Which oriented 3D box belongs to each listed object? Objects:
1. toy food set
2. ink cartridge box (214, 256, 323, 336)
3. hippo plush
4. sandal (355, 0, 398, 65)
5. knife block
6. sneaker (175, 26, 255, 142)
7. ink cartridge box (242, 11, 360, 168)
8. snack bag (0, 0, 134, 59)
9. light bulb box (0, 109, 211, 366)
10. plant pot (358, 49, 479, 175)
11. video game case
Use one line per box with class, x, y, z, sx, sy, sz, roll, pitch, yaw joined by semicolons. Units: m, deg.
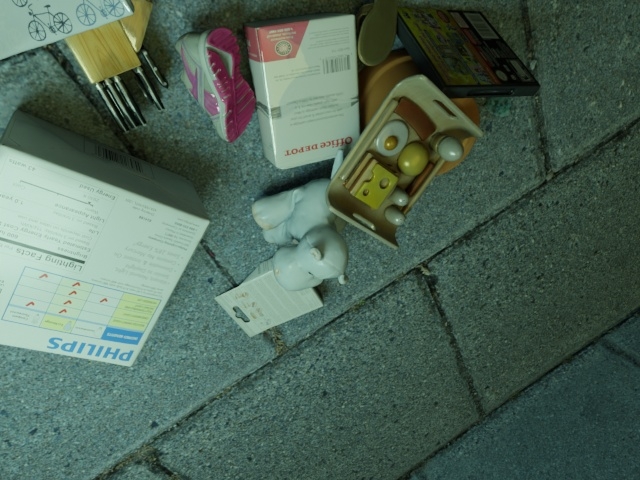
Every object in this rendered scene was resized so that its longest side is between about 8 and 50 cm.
toy food set;0.174;-0.145;0.965;0.220;0.092;0.306;27;102;-36
ink cartridge box;-0.134;0.146;1.274;0.233;0.066;0.189;-22;127;13
hippo plush;0.000;0.000;1.082;0.295;0.236;0.234;-26;147;20
sandal;0.114;-0.473;1.020;0.088;0.079;0.239;23;80;-35
knife block;-0.402;-0.335;0.843;0.276;0.088;0.241;15;109;-32
sneaker;-0.210;-0.310;0.949;0.103;0.111;0.252;-52;153;-31
ink cartridge box;-0.034;-0.318;1.008;0.208;0.117;0.282;-16;122;-17
snack bag;-0.464;-0.451;0.664;0.324;0.037;0.342;-3;128;23
light bulb box;-0.469;0.009;0.918;0.358;0.225;0.360;22;106;-34
plant pot;0.224;-0.277;1.102;0.291;0.203;0.290;-11;120;-20
video game case;0.306;-0.412;1.034;0.249;0.274;0.035;-8;149;-22
